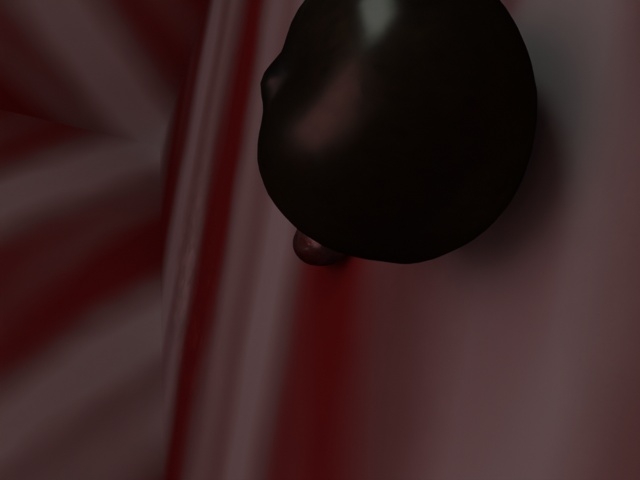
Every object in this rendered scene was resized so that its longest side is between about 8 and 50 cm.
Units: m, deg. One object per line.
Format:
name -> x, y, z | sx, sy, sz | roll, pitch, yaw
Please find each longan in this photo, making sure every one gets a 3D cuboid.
longan -> 0.086, -0.155, 0.764 | 0.361, 0.361, 0.361 | -37, 47, 56

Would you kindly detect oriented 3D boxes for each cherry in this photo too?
cherry -> -0.002, -0.005, 1.180 | 0.126, 0.087, 0.106 | -177, 93, -68
